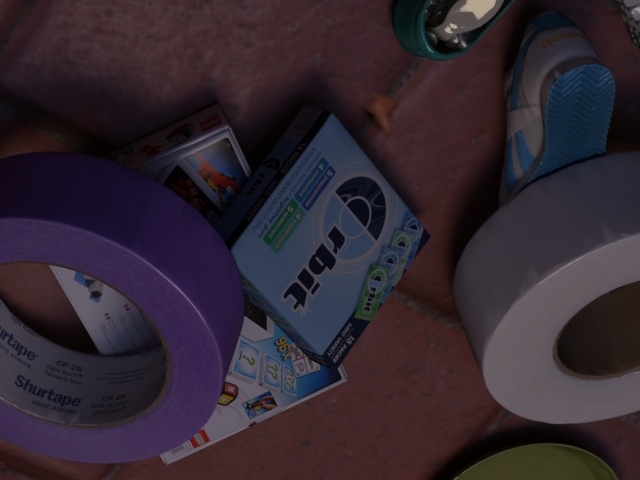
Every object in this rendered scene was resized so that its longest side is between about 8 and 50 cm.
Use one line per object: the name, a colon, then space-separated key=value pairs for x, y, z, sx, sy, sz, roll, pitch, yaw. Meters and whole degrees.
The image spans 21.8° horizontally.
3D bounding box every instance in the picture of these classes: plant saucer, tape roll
plant saucer: x=0.204 y=0.302 z=1.758 sx=0.241 sy=0.037 sz=0.241 roll=-8 pitch=122 yaw=-13
tape roll: x=-0.205 y=0.061 z=1.381 sx=0.274 sy=0.090 sz=0.275 roll=6 pitch=131 yaw=8
tape roll: x=0.270 y=0.049 z=1.544 sx=0.286 sy=0.100 sz=0.286 roll=-12 pitch=140 yaw=-10

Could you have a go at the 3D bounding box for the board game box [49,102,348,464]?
board game box: x=-0.116 y=0.047 z=1.492 sx=0.193 sy=0.053 sz=0.305 roll=-25 pitch=124 yaw=-1

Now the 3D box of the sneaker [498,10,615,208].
sneaker: x=0.205 y=-0.102 z=1.492 sx=0.087 sy=0.092 sz=0.229 roll=-8 pitch=141 yaw=-16

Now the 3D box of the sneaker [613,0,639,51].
sneaker: x=0.303 y=-0.213 z=1.469 sx=0.076 sy=0.065 sz=0.166 roll=-36 pitch=125 yaw=1

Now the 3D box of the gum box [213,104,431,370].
gum box: x=0.000 y=0.000 z=1.460 sx=0.157 sy=0.041 sz=0.184 roll=-55 pitch=132 yaw=-15

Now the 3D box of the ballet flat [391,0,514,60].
ballet flat: x=0.163 y=-0.240 z=1.390 sx=0.247 sy=0.087 sz=0.083 roll=-46 pitch=122 yaw=11
